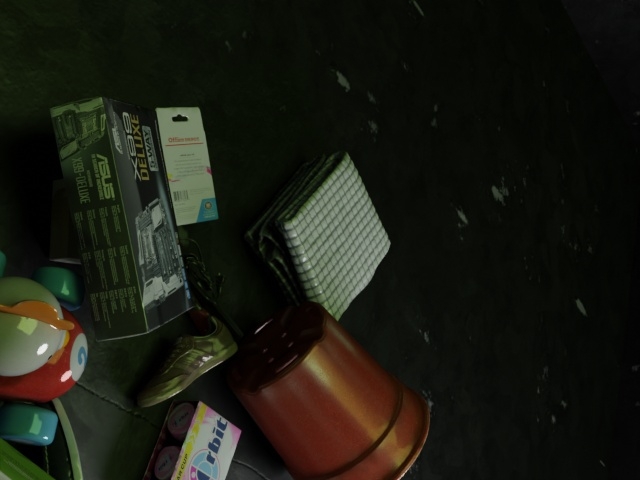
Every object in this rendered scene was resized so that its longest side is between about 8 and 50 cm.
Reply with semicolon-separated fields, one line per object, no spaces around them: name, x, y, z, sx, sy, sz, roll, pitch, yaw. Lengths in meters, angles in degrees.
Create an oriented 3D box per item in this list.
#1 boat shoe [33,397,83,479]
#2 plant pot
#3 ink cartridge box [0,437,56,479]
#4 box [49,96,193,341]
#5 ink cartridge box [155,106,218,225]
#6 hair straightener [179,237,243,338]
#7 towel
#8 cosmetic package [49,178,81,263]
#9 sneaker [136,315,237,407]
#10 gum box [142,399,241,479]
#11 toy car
boat shoe;-0.342;0.354;1.171;0.091;0.114;0.302;-10;75;-21
plant pot;-0.002;0.262;1.536;0.265;0.272;0.272;52;46;-24
ink cartridge box;-0.432;0.289;1.001;0.189;0.097;0.255;-42;125;-7
box;-0.266;-0.033;1.266;0.242;0.076;0.307;-28;108;-84
ink cartridge box;-0.229;-0.114;1.438;0.104;0.061;0.181;-12;94;-54
hair straightener;-0.193;0.078;1.479;0.230;0.047;0.089;57;43;-24
towel;0.000;0.000;1.685;0.283;0.121;0.235;-53;127;-45
cosmetic package;-0.343;-0.027;1.288;0.060;0.041;0.115;10;76;-53
sneaker;-0.214;0.184;1.404;0.188;0.066;0.071;-32;95;-39
gum box;-0.202;0.351;1.394;0.107;0.062;0.188;46;50;-39
toy car;-0.346;0.110;1.069;0.210;0.238;0.219;21;65;-31
